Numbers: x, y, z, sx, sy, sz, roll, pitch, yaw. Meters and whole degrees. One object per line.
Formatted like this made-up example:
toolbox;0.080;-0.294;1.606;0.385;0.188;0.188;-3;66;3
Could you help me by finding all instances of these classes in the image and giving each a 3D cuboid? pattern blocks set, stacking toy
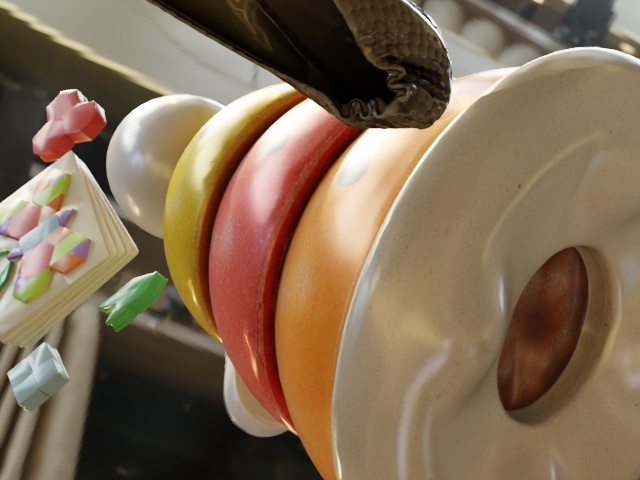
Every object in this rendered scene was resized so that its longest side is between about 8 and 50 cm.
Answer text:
pattern blocks set;-0.255;0.002;1.336;0.325;0.285;0.026;39;174;47
stacking toy;0.000;0.000;1.018;0.350;0.350;0.480;-9;-157;-45

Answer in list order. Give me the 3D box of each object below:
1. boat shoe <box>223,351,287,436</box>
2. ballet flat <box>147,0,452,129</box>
boat shoe;-0.043;0.102;1.310;0.095;0.084;0.258;39;-149;-8
ballet flat;-0.042;-0.117;0.620;0.250;0.084;0.058;33;-144;-25
